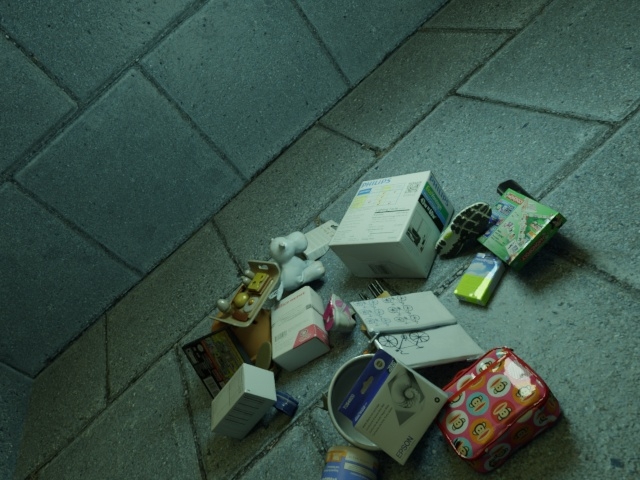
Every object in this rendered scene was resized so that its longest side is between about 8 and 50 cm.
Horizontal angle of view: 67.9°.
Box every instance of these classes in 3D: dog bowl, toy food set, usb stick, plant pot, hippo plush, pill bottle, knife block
[{"bbox_3d":[0.153,0.475,1.396,0.265,0.104,0.264,-1,65,1],"label":"dog bowl"},{"bbox_3d":[-0.316,0.212,1.957,0.220,0.092,0.306,1,52,49],"label":"toy food set"},{"bbox_3d":[0.726,-0.138,1.707,0.077,0.045,0.278,-29,34,8],"label":"usb stick"},{"bbox_3d":[-0.327,0.390,2.039,0.291,0.203,0.290,-27,36,22],"label":"plant pot"},{"bbox_3d":[-0.145,0.090,2.101,0.294,0.236,0.234,-26,8,-22],"label":"hippo plush"},{"bbox_3d":[0.063,0.719,1.289,0.153,0.152,0.271,-16,40,34],"label":"pill bottle"},{"bbox_3d":[0.251,0.244,1.712,0.276,0.088,0.242,-10,45,41],"label":"knife block"}]

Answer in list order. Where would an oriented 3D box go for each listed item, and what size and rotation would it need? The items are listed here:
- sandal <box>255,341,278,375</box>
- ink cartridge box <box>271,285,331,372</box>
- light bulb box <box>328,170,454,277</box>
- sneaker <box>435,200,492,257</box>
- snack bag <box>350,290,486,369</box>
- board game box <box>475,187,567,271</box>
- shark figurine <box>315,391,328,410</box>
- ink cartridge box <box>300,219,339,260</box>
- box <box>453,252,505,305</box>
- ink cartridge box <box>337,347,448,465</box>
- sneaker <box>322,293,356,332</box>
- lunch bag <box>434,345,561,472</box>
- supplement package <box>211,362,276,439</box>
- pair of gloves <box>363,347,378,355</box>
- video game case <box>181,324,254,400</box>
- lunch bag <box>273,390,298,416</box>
[{"bbox_3d":[-0.208,0.523,1.878,0.088,0.079,0.239,-3,74,47],"label":"sandal"},{"bbox_3d":[-0.084,0.350,1.909,0.207,0.117,0.282,-32,34,16],"label":"ink cartridge box"},{"bbox_3d":[0.286,-0.057,1.903,0.358,0.225,0.360,-3,48,45],"label":"light bulb box"},{"bbox_3d":[0.505,-0.054,1.713,0.275,0.107,0.110,-53,8,44],"label":"sneaker"},{"bbox_3d":[0.297,0.277,1.496,0.324,0.037,0.342,-4,29,-16],"label":"snack bag"},{"bbox_3d":[0.638,-0.045,1.575,0.213,0.046,0.317,-49,17,12],"label":"board game box"},{"bbox_3d":[0.136,0.497,1.510,0.278,0.116,0.166,-33,74,-10],"label":"shark figurine"},{"bbox_3d":[0.000,0.000,2.318,0.233,0.066,0.189,-26,29,-14],"label":"ink cartridge box"},{"bbox_3d":[0.537,0.128,1.592,0.109,0.042,0.178,12,59,50],"label":"box"},{"bbox_3d":[0.192,0.445,1.290,0.224,0.045,0.223,33,90,16],"label":"ink cartridge box"},{"bbox_3d":[0.077,0.292,1.839,0.252,0.111,0.102,-92,23,-72],"label":"sneaker"},{"bbox_3d":[0.447,0.432,1.268,0.293,0.120,0.258,-42,28,4],"label":"lunch bag"},{"bbox_3d":[-0.285,0.594,1.750,0.244,0.134,0.139,-51,29,23],"label":"supplement package"},{"bbox_3d":[0.184,0.407,1.663,0.083,0.010,0.074,-27,35,20],"label":"pair of gloves"},{"bbox_3d":[-0.402,0.504,1.934,0.248,0.274,0.035,-27,7,23],"label":"video game case"},{"bbox_3d":[-0.130,0.588,1.725,0.099,0.067,0.065,2,52,49],"label":"lunch bag"}]
